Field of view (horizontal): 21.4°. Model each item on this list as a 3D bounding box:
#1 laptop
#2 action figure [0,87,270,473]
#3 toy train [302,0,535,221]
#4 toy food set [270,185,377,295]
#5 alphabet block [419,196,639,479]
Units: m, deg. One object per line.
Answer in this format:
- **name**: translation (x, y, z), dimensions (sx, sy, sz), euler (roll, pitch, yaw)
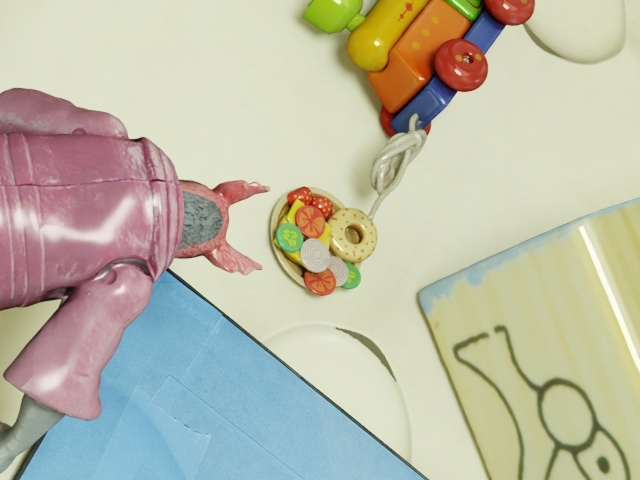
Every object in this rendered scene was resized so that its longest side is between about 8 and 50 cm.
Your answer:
- **laptop**: translation (0.001, 0.245, 0.999), dimensions (0.382, 0.408, 0.236), euler (40, 87, -17)
- **action figure**: translation (-0.195, -0.024, 0.931), dimensions (0.370, 0.276, 0.248), euler (-6, 63, -22)
- **toy train**: translation (0.044, -0.141, 1.267), dimensions (0.143, 0.105, 0.248), euler (40, 53, -4)
- **toy food set**: translation (0.000, 0.000, 1.223), dimensions (0.083, 0.020, 0.083), euler (39, 54, -19)
- **alphabet block**: translation (0.223, 0.081, 1.250), dimensions (0.193, 0.192, 0.197), euler (-18, 84, -38)
